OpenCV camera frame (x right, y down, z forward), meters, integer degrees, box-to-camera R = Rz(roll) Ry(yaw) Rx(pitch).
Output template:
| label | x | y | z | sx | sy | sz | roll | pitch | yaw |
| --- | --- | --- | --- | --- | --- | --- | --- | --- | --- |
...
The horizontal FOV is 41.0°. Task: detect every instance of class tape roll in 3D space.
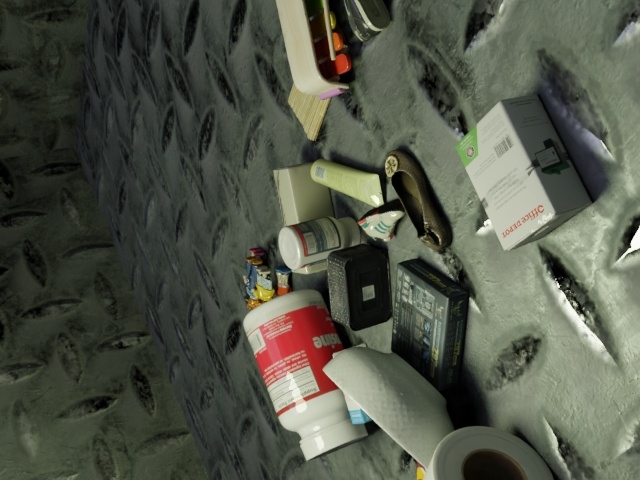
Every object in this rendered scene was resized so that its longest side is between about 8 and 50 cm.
| label | x | y | z | sx | sy | sz | roll | pitch | yaw |
| --- | --- | --- | --- | --- | --- | --- | --- | --- | --- |
| tape roll | 0.315 | 0.509 | 1.666 | 0.246 | 0.246 | 0.169 | 52 | 143 | 37 |

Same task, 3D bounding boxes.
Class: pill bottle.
| label | x | y | z | sx | sy | sz | roll | pitch | yaw |
| --- | --- | --- | --- | --- | --- | --- | --- | --- | --- |
| pill bottle | -0.032 | 0.352 | 2.245 | 0.407 | 0.229 | 0.229 | 67 | 151 | 16 |
| pill bottle | 0.000 | 0.000 | 2.074 | 0.108 | 0.180 | 0.108 | 34 | 131 | 52 |

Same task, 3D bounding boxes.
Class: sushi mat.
| label | x | y | z | sx | sy | sz | roll | pitch | yaw |
| --- | --- | --- | --- | --- | --- | --- | --- | --- | --- |
| sushi mat | -0.010 | -0.403 | 2.080 | 0.151 | 0.019 | 0.316 | 61 | 149 | 29 |

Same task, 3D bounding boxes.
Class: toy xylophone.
| label | x | y | z | sx | sy | sz | roll | pitch | yaw |
| --- | --- | --- | --- | --- | --- | --- | --- | --- | --- |
| toy xylophone | -0.010 | -0.479 | 1.936 | 0.236 | 0.081 | 0.322 | 10 | 111 | 60 |

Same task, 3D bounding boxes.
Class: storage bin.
| label | x | y | z | sx | sy | sz | roll | pitch | yaw |
| --- | --- | --- | --- | --- | --- | --- | --- | --- | --- |
| storage bin | 0.092 | 0.109 | 2.017 | 0.084 | 0.122 | 0.180 | 20 | 120 | 57 |

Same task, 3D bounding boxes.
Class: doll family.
| label | x | y | z | sx | sy | sz | roll | pitch | yaw |
| --- | --- | --- | --- | --- | --- | --- | --- | --- | --- |
| doll family | -0.180 | 0.139 | 2.533 | 0.263 | 0.118 | 0.163 | 32 | 129 | 53 |

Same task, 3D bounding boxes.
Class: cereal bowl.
| label | x | y | z | sx | sy | sz | roll | pitch | yaw |
| --- | --- | --- | --- | --- | --- | --- | --- | --- | --- |
| cereal bowl | 0.171 | 0.350 | 1.880 | 0.339 | 0.141 | 0.339 | 42 | 175 | 5 |

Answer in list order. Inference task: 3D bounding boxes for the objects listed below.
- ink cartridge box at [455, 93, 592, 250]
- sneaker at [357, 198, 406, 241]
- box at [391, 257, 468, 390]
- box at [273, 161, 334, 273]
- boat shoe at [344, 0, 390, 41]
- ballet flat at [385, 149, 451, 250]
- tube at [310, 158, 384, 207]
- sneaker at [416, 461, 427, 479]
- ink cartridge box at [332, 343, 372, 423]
| label | x | y | z | sx | sy | sz | roll | pitch | yaw |
| --- | --- | --- | --- | --- | --- | --- | --- | --- | --- |
| ink cartridge box | 0.346 | -0.115 | 1.480 | 0.219 | 0.092 | 0.160 | 68 | 151 | 15 |
| sneaker | 0.154 | -0.040 | 1.925 | 0.075 | 0.057 | 0.161 | 53 | 146 | -12 |
| box | 0.233 | 0.180 | 1.860 | 0.183 | 0.059 | 0.232 | 37 | 133 | 51 |
| box | -0.032 | -0.059 | 2.183 | 0.094 | 0.113 | 0.275 | 2 | 103 | 62 |
| boat shoe | 0.068 | -0.535 | 1.807 | 0.079 | 0.084 | 0.233 | -31 | 78 | 61 |
| ballet flat | 0.195 | -0.085 | 1.808 | 0.250 | 0.058 | 0.084 | 65 | 150 | 19 |
| tube | 0.069 | -0.139 | 2.023 | 0.240 | 0.070 | 0.062 | 25 | 87 | 50 |
| sneaker | 0.248 | 0.604 | 2.001 | 0.069 | 0.084 | 0.185 | -27 | 79 | 62 |
| ink cartridge box | 0.109 | 0.350 | 2.115 | 0.061 | 0.104 | 0.181 | -28 | 78 | 61 |
